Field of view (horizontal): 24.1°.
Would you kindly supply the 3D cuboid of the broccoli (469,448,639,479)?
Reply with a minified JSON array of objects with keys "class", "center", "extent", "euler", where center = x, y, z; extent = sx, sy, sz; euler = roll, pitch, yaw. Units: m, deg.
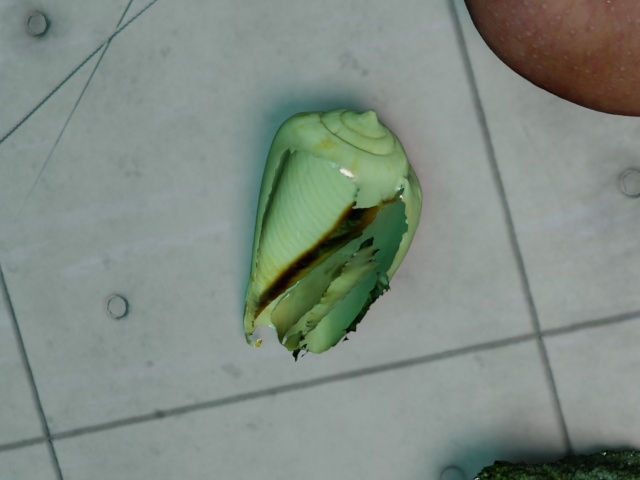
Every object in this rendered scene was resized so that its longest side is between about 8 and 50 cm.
[{"class":"broccoli","center":[0.223,0.334,1.230],"extent":[0.321,0.304,0.283],"euler":[35,138,11]}]

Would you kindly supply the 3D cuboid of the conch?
[{"class":"conch","center":[0.008,0.003,1.287],"extent":[0.143,0.137,0.251],"euler":[17,104,13]}]

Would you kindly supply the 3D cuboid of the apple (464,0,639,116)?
[{"class":"apple","center":[0.245,-0.235,1.121],"extent":[0.305,0.235,0.306],"euler":[3,101,18]}]
